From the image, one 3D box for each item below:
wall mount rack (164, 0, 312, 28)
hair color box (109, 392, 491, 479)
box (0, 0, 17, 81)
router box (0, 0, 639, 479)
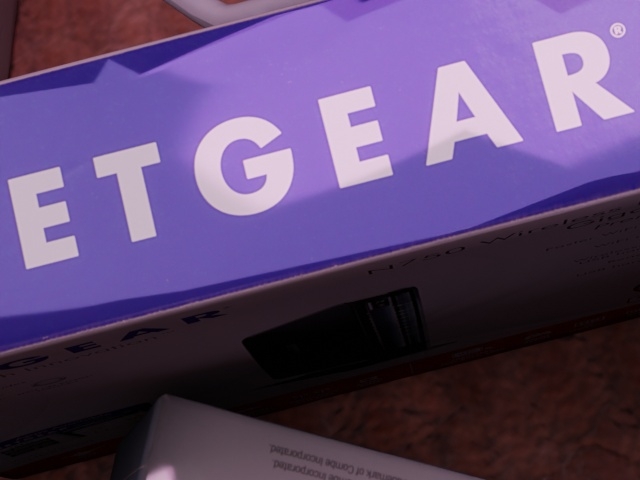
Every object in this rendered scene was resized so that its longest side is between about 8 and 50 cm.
[{"bbox_3d":[0.031,-0.156,0.750,0.304,0.350,0.130,-6,103,42],"label":"wall mount rack"},{"bbox_3d":[-0.020,0.263,0.648,0.185,0.113,0.374,16,71,-10],"label":"hair color box"},{"bbox_3d":[-0.242,-0.115,0.792,0.168,0.215,0.345,0,70,8],"label":"box"},{"bbox_3d":[0.000,0.000,0.667,0.336,0.301,0.082,-15,79,3],"label":"router box"}]
